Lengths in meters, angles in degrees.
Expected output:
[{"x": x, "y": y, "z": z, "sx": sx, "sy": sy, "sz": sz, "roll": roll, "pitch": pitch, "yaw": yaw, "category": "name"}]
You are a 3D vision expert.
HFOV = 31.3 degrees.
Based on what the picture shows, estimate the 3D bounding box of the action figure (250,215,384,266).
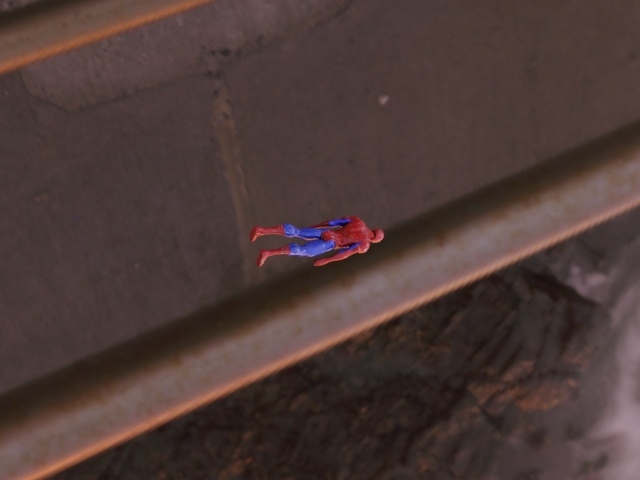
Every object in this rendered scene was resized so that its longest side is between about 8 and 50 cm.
[{"x": 0.000, "y": 0.000, "z": 0.937, "sx": 0.115, "sy": 0.038, "sz": 0.030, "roll": -6, "pitch": 149, "yaw": -22, "category": "action figure"}]
